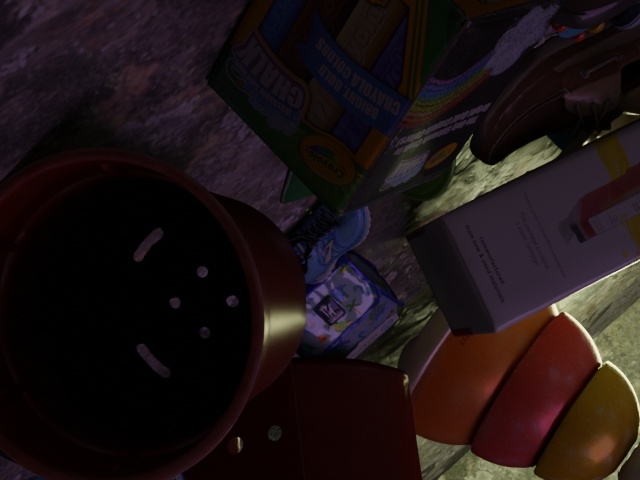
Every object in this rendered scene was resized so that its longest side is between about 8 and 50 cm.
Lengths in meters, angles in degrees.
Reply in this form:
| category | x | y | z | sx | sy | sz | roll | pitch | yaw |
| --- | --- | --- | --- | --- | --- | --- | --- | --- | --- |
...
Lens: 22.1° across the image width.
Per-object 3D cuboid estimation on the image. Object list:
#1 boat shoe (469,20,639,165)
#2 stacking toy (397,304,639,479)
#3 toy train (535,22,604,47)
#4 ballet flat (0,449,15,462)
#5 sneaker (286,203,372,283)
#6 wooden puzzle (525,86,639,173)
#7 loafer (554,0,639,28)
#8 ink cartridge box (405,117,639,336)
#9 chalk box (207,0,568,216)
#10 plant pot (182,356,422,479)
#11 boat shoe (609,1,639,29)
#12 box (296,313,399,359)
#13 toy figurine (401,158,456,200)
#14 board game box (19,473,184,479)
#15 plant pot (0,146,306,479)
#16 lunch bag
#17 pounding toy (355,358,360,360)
| category | x | y | z | sx | sy | sz | roll | pitch | yaw |
| --- | --- | --- | --- | --- | --- | --- | --- | --- | --- |
| boat shoe | 0.325 | -0.192 | 2.032 | 0.324 | 0.116 | 0.123 | -38 | 162 | -15 |
| stacking toy | 0.368 | 0.270 | 2.545 | 0.350 | 0.480 | 0.351 | -49 | 165 | -18 |
| toy train | 0.291 | -0.281 | 1.884 | 0.125 | 0.046 | 0.166 | -7 | 160 | -18 |
| ballet flat | -0.241 | 0.184 | 1.716 | 0.124 | 0.116 | 0.342 | -63 | 163 | -5 |
| sneaker | 0.000 | 0.000 | 1.864 | 0.073 | 0.063 | 0.162 | -19 | 150 | -46 |
| wooden puzzle | 0.456 | -0.211 | 2.353 | 0.348 | 0.080 | 0.322 | -45 | 163 | 20 |
| loafer | 0.386 | -0.360 | 1.749 | 0.366 | 0.134 | 0.130 | -38 | 162 | -16 |
| ink cartridge box | 0.330 | -0.030 | 2.093 | 0.384 | 0.160 | 0.279 | -25 | 177 | -8 |
| chalk box | 0.042 | -0.152 | 1.420 | 0.180 | 0.179 | 0.289 | -23 | 154 | -50 |
| plant pot | -0.046 | 0.282 | 2.024 | 0.267 | 0.267 | 0.235 | -20 | 150 | 24 |
| boat shoe | 0.361 | -0.315 | 1.933 | 0.083 | 0.065 | 0.183 | -22 | 151 | -31 |
| box | 0.034 | 0.122 | 2.257 | 0.145 | 0.038 | 0.186 | -42 | 163 | -4 |
| toy figurine | 0.041 | -0.105 | 1.665 | 0.159 | 0.130 | 0.173 | -17 | 128 | -36 |
| board game box | -0.322 | 0.299 | 1.592 | 0.308 | 0.086 | 0.302 | -17 | 169 | 17 |
| plant pot | -0.139 | 0.059 | 1.413 | 0.272 | 0.272 | 0.265 | -47 | 170 | 12 |
| lunch bag | 0.015 | 0.079 | 2.038 | 0.129 | 0.096 | 0.151 | -43 | 148 | 7 |
| pounding toy | 0.019 | 0.299 | 2.457 | 0.154 | 0.154 | 0.270 | -35 | 133 | -56 |
